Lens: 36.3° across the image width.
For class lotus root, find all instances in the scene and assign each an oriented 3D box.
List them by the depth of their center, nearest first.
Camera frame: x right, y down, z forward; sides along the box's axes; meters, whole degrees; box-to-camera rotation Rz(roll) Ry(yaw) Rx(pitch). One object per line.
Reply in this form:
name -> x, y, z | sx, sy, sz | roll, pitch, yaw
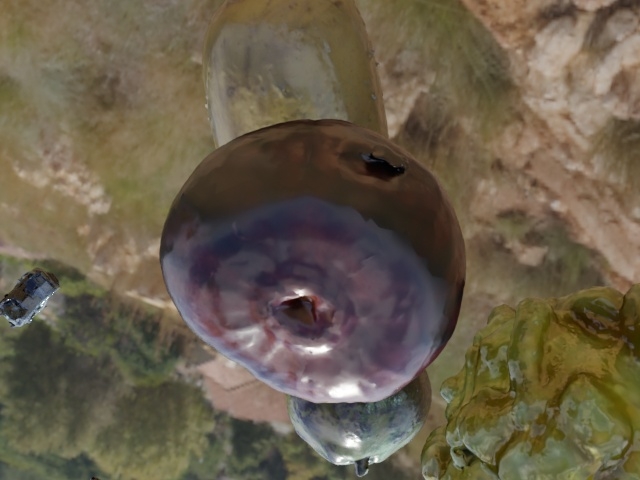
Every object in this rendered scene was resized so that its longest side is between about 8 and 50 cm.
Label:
lotus root -> -0.007, -0.080, 0.902 | 0.151, 0.169, 0.343 | 3, 122, 29

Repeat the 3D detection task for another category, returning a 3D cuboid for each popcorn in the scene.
popcorn -> 0.251, 0.192, 0.988 | 0.274, 0.279, 0.335 | 53, 167, 4

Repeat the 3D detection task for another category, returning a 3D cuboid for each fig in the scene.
fig -> 0.005, -0.010, 0.690 | 0.203, 0.249, 0.186 | 21, 122, -3

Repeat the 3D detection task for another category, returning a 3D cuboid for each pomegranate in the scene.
pomegranate -> 0.031, 0.190, 1.410 | 0.276, 0.204, 0.222 | 53, 155, 7

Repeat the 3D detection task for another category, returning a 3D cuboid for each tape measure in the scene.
tape measure -> -0.399, 0.076, 1.338 | 0.054, 0.091, 0.094 | 44, 161, -8

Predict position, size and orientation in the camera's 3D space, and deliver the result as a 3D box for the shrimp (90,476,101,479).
shrimp -> -0.300, 0.366, 1.257 | 0.034, 0.124, 0.178 | 9, 158, -2
